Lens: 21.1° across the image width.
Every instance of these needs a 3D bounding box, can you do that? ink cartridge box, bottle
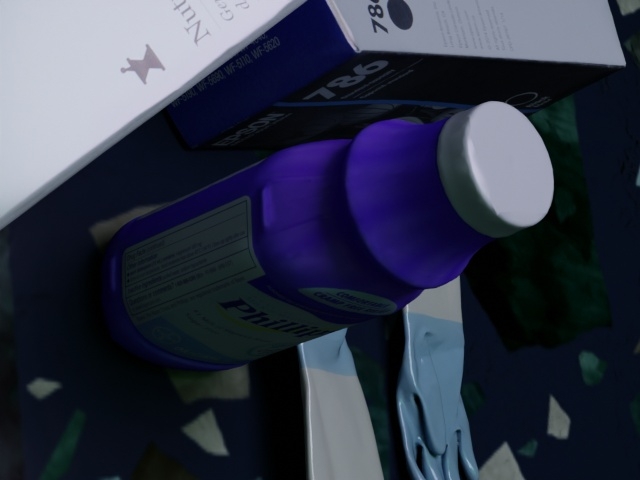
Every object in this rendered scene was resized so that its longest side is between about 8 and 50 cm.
[{"bbox_3d":[0.031,-0.112,1.100,0.333,0.165,0.065,-1,73,-43],"label":"ink cartridge box"},{"bbox_3d":[0.000,0.000,0.942,0.118,0.283,0.092,15,64,-41],"label":"bottle"}]

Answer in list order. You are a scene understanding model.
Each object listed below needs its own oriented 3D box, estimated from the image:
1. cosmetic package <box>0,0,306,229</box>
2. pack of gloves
[{"bbox_3d":[-0.210,-0.096,0.815,0.385,0.156,0.217,-43,103,-31],"label":"cosmetic package"},{"bbox_3d":[0.030,0.071,1.130,0.195,0.046,0.232,14,67,-52],"label":"pack of gloves"}]
